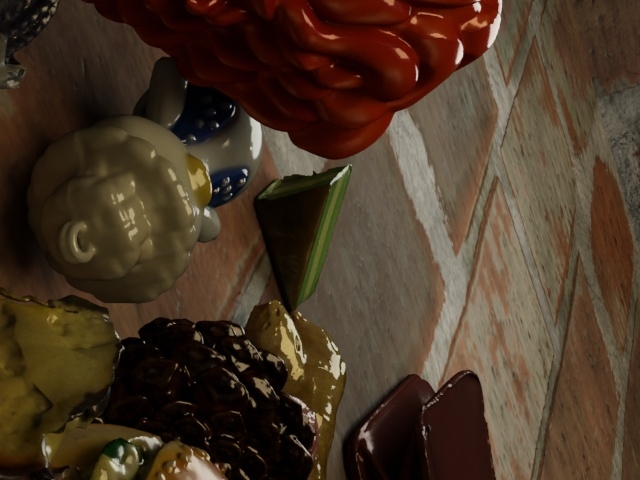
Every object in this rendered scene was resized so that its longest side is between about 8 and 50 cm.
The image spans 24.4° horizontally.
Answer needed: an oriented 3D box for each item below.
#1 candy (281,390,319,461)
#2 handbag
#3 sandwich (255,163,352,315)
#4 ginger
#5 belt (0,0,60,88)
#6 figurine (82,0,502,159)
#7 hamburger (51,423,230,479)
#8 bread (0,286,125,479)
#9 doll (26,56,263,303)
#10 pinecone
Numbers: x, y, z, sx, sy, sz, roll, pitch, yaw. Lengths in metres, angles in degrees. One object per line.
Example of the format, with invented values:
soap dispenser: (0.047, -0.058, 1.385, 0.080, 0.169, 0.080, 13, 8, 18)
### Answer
candy: (-0.052, 0.142, 1.084, 0.103, 0.103, 0.043, 56, 38, -46)
handbag: (0.119, 0.284, 1.486, 0.260, 0.084, 0.275, -26, 106, -70)
sandwich: (0.000, 0.000, 1.311, 0.074, 0.074, 0.116, -48, 125, -62)
ginger: (-0.019, 0.197, 1.191, 0.118, 0.065, 0.299, 27, 53, -47)
belt: (-0.229, -0.147, 0.750, 0.230, 0.126, 0.139, -39, 145, -65)
figurine: (-0.060, -0.257, 1.005, 0.412, 0.241, 0.306, 56, 14, 22)
hamburger: (-0.123, 0.208, 0.789, 0.237, 0.147, 0.237, -9, 102, -51)
bread: (-0.189, 0.063, 0.699, 0.140, 0.160, 0.169, -68, 142, -53)
doll: (-0.107, -0.048, 1.009, 0.293, 0.119, 0.138, -49, 136, -62)
pinecone: (-0.085, 0.122, 0.953, 0.165, 0.163, 0.163, -96, 166, -63)
